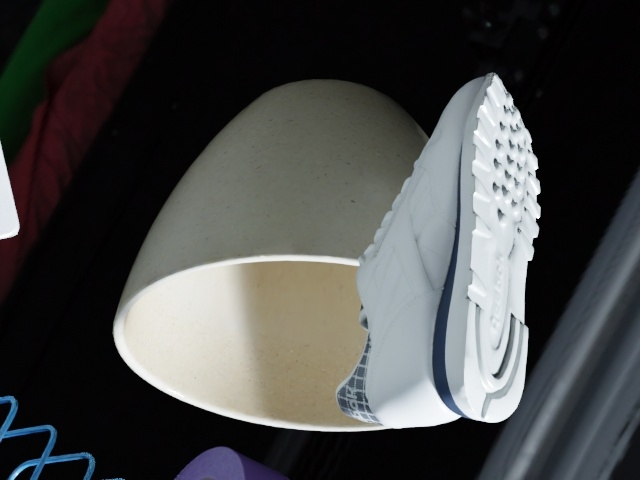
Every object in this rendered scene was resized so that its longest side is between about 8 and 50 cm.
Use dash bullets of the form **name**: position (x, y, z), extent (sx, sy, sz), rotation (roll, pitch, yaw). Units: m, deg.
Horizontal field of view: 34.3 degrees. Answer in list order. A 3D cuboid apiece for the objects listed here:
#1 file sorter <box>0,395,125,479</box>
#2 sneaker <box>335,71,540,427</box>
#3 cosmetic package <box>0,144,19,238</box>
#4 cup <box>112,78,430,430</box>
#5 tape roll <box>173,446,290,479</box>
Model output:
- **file sorter**: position (-0.243, 0.183, 0.759), extent (0.118, 0.170, 0.104), rotation (-15, -140, 39)
- **sneaker**: position (0.069, -0.002, 0.607), extent (0.095, 0.090, 0.235), rotation (-13, -134, 36)
- **cosmetic package**: position (-0.309, -0.074, 0.687), extent (0.151, 0.151, 0.183), rotation (-4, -81, 58)
- **cup**: position (0.000, 0.000, 0.924), extent (0.331, 0.331, 0.236), rotation (-20, -129, 33)
- **tape roll**: position (-0.140, 0.403, 1.299), extent (0.275, 0.090, 0.274), rotation (-43, -152, 30)
